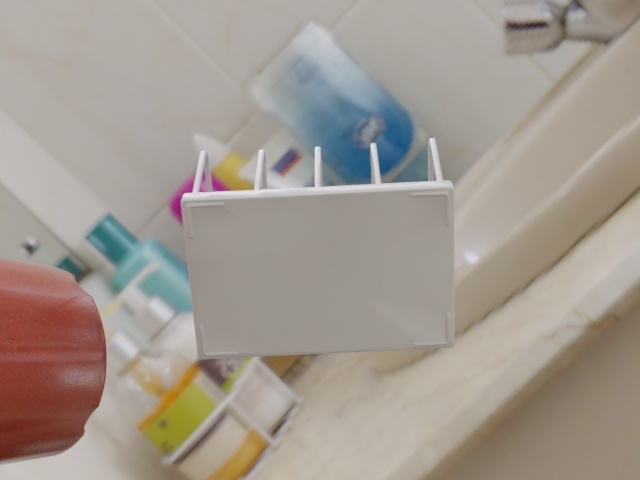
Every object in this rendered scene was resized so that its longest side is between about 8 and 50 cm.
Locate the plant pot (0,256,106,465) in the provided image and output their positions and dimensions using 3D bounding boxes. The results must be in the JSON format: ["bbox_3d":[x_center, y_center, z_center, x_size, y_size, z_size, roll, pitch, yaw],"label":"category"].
[{"bbox_3d":[-0.371,0.116,1.262,0.265,0.272,0.272,6,-42,-49],"label":"plant pot"}]

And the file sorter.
[{"bbox_3d":[0.000,0.000,1.428,0.278,0.192,0.173,-3,27,0],"label":"file sorter"}]
